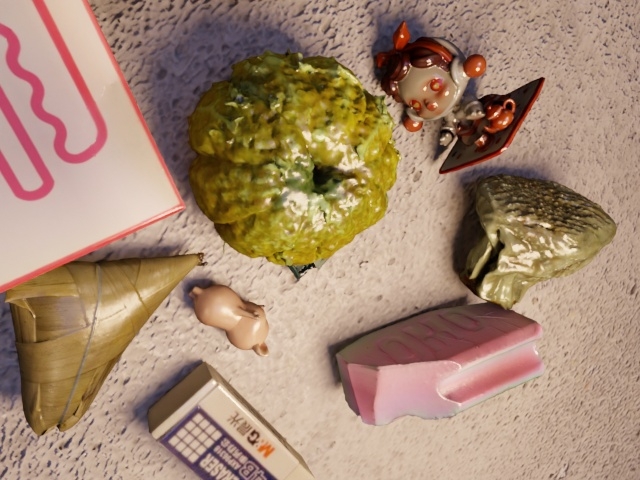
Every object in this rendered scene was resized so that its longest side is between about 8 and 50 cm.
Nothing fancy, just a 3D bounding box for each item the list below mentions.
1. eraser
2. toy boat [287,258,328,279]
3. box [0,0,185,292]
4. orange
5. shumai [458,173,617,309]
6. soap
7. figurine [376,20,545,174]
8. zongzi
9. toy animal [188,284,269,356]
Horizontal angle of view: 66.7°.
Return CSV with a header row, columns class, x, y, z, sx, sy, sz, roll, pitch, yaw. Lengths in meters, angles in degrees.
class,x,y,z,sx,sy,sz,roll,pitch,yaw
eraser,-0.140,0.338,0.795,0.124,0.081,0.279,-41,114,-11
toy boat,0.000,0.000,0.802,0.141,0.060,0.055,-43,138,-16
box,-0.355,-0.116,0.480,0.300,0.314,0.312,-29,111,-19
orange,-0.027,-0.104,0.672,0.301,0.223,0.300,-3,102,-20
shumai,0.383,0.007,0.908,0.261,0.225,0.222,-4,128,-13
soap,0.201,0.211,0.858,0.324,0.193,0.109,-17,105,-19
figurine,0.193,-0.248,0.782,0.226,0.183,0.160,37,76,-13
zongzi,-0.284,0.130,0.685,0.256,0.115,0.228,-7,108,-33
toy animal,-0.139,0.119,0.754,0.150,0.083,0.089,43,95,-14
